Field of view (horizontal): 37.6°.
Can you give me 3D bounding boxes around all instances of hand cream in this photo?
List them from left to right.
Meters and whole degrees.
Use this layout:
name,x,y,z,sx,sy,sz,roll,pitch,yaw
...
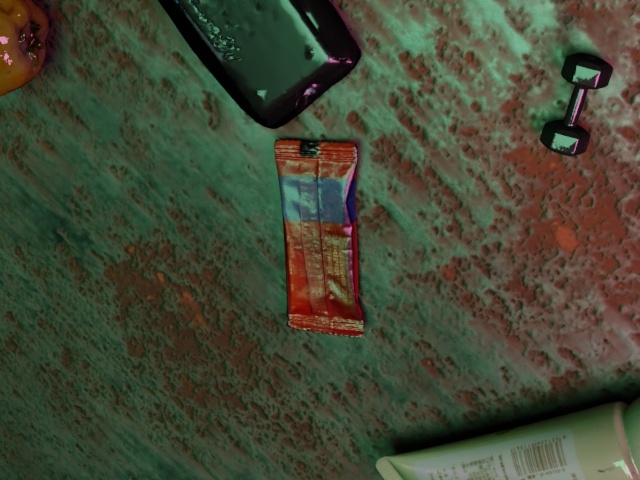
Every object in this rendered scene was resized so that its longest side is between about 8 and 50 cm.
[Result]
name,x,y,z,sx,sy,sz,roll,pitch,yaw
hand cream,0.211,0.229,0.898,0.305,0.093,0.147,-25,108,29

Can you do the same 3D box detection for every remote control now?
name,x,y,z,sx,sy,sz,roll,pitch,yaw
remote control,-0.123,-0.281,0.809,0.144,0.062,0.399,-35,98,27

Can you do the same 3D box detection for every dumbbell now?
name,x,y,z,sx,sy,sz,roll,pitch,yaw
dumbbell,0.211,-0.113,0.779,0.035,0.040,0.083,3,118,-18

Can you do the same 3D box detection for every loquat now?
name,x,y,z,sx,sy,sz,roll,pitch,yaw
loquat,-0.327,-0.195,0.892,0.137,0.113,0.137,1,107,5

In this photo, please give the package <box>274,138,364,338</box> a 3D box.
name,x,y,z,sx,sy,sz,roll,pitch,yaw
package,0.000,0.000,0.910,0.083,0.022,0.201,4,113,17
